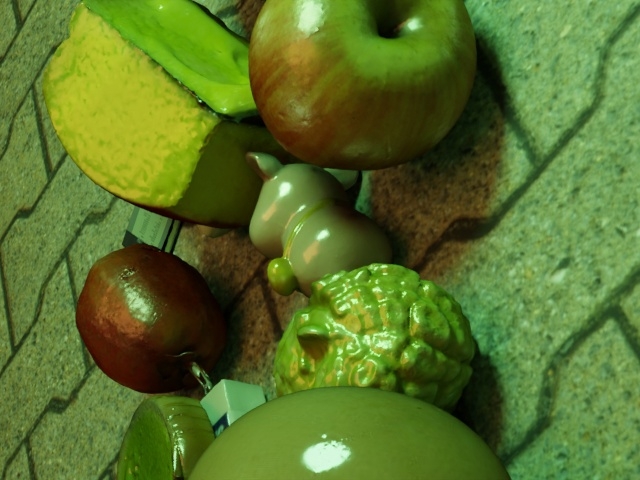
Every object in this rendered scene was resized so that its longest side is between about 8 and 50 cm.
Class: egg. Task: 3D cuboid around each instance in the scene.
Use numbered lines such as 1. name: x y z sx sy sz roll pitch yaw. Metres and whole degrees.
1. egg: 0.025 0.293 1.304 0.374 0.301 0.301 -8 72 48

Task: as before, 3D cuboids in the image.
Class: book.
1. book: -0.262 -0.075 2.238 0.157 0.026 0.231 31 104 58

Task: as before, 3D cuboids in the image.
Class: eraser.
1. eraser: -0.106 0.338 1.808 0.124 0.081 0.279 -49 42 35

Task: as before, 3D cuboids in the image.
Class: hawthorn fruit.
1. hawthorn fruit: -0.233 0.136 1.969 0.299 0.211 0.211 37 109 43

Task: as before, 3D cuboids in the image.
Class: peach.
1. peach: -0.173 -0.167 1.855 0.380 0.306 0.242 33 116 14

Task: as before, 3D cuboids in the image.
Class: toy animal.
1. toy animal: -0.002 -0.001 1.716 0.149 0.165 0.248 -53 47 23

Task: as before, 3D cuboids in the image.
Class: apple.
1. apple: 0.047 -0.218 1.616 0.233 0.286 0.286 134 139 -63

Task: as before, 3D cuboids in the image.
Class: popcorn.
1. popcorn: 0.065 0.147 1.546 0.237 0.251 0.206 -39 65 -4

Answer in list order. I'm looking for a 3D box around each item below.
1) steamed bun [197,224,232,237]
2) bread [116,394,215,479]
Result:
1. steamed bun: -0.149 -0.070 2.007 0.112 0.090 0.130 104 146 -44
2. bread: -0.212 0.324 1.833 0.236 0.070 0.236 -25 61 58
